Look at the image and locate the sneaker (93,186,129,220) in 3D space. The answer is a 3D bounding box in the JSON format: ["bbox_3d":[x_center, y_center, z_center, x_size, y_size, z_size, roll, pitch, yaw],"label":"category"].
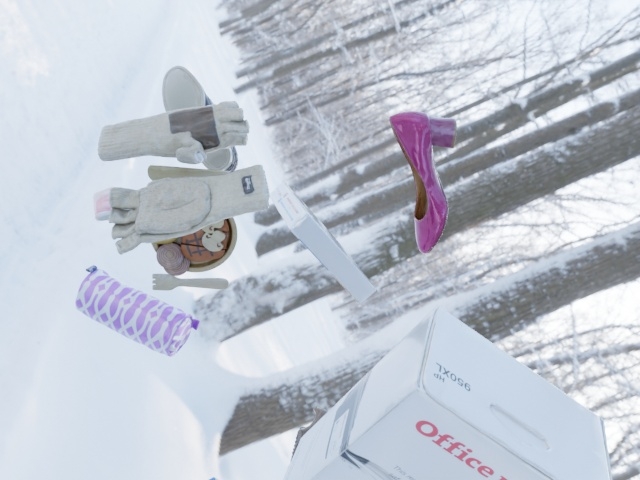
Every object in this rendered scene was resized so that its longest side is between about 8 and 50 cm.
[{"bbox_3d":[-0.417,-0.084,1.246,0.051,0.134,0.070,-34,-110,50],"label":"sneaker"}]

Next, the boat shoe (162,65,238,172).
[{"bbox_3d":[-0.202,-0.200,0.994,0.206,0.075,0.065,60,11,11],"label":"boat shoe"}]

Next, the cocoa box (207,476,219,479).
[{"bbox_3d":[-0.288,0.830,1.571,0.228,0.231,0.347,62,-3,40],"label":"cocoa box"}]

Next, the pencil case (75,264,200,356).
[{"bbox_3d":[-0.322,0.124,1.016,0.206,0.086,0.088,27,20,8],"label":"pencil case"}]

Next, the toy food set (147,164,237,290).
[{"bbox_3d":[-0.183,-0.006,0.822,0.038,0.132,0.192,-103,-164,-65],"label":"toy food set"}]

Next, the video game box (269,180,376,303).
[{"bbox_3d":[0.000,0.000,1.074,0.205,0.048,0.187,48,5,-27],"label":"video game box"}]

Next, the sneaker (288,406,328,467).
[{"bbox_3d":[-0.029,0.471,1.355,0.071,0.188,0.066,40,9,34],"label":"sneaker"}]

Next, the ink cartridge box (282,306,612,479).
[{"bbox_3d":[0.152,0.324,0.821,0.285,0.395,0.166,34,36,-4],"label":"ink cartridge box"}]

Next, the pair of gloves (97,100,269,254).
[{"bbox_3d":[-0.181,-0.094,0.764,0.042,0.204,0.240,83,-12,-50],"label":"pair of gloves"}]

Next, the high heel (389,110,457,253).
[{"bbox_3d":[0.244,-0.149,1.553,0.127,0.181,0.378,-139,-129,-72],"label":"high heel"}]
